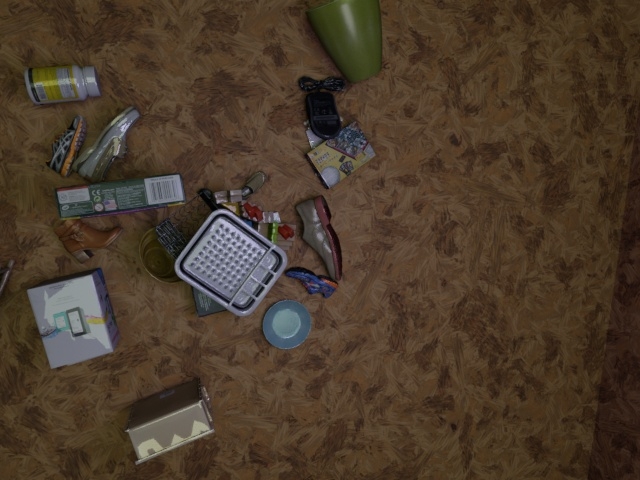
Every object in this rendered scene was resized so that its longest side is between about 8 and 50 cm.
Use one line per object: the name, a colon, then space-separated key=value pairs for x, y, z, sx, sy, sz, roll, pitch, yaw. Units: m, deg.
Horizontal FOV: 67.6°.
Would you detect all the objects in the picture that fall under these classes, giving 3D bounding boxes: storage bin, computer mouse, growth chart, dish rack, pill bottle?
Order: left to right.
pill bottle: x=-0.854 y=-0.522 z=1.594 sx=0.208 sy=0.119 sz=0.119 roll=-11 pitch=96 yaw=-15
storage bin: x=-0.527 y=0.616 z=1.686 sx=0.262 sy=0.260 sz=0.123 roll=-19 pitch=99 yaw=-13
dish rack: x=-0.449 y=-0.044 z=1.736 sx=0.271 sy=0.074 sz=0.208 roll=-43 pitch=102 yaw=-22
dish rack: x=-0.316 y=0.077 z=1.698 sx=0.333 sy=0.072 sz=0.285 roll=38 pitch=85 yaw=-22
computer mouse: x=0.014 y=-0.502 z=1.852 sx=0.188 sy=0.072 sz=0.272 roll=-1 pitch=73 yaw=-12
growth chart: x=0.029 y=-0.392 z=1.900 sx=0.172 sy=0.021 sz=0.237 roll=-17 pitch=98 yaw=-14

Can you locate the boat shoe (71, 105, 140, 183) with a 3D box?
boat shoe: x=-0.717 y=-0.328 z=1.656 sx=0.103 sy=0.113 sz=0.302 roll=42 pitch=93 yaw=-15

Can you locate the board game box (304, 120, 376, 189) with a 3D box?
board game box: x=0.081 y=-0.337 z=1.885 sx=0.243 sy=0.042 sz=0.165 roll=-36 pitch=102 yaw=-12

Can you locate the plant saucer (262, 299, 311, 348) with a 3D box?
plant saucer: x=-0.135 y=0.329 z=1.893 sx=0.195 sy=0.037 sz=0.195 roll=-1 pitch=93 yaw=-16

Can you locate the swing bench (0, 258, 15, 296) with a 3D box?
swing bench: x=-1.171 y=0.155 z=1.527 sx=0.253 sy=0.165 sz=0.255 roll=17 pitch=89 yaw=-16

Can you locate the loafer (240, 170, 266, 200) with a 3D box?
loafer: x=-0.260 y=-0.203 z=1.816 sx=0.056 sy=0.050 sz=0.148 roll=42 pitch=83 yaw=-14

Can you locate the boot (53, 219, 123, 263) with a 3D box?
boot: x=-0.806 y=-0.029 z=1.660 sx=0.197 sy=0.073 sz=0.152 roll=-37 pitch=106 yaw=-8

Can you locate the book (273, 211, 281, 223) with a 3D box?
book: x=-0.194 y=-0.030 z=1.858 sx=0.096 sy=0.035 sz=0.144 roll=-17 pitch=101 yaw=-12

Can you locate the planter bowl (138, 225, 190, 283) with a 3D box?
planter bowl: x=-0.561 y=0.065 z=1.709 sx=0.217 sy=0.090 sz=0.217 roll=23 pitch=54 yaw=-36

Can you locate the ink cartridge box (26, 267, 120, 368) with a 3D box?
ink cartridge box: x=-0.821 y=0.254 z=1.614 sx=0.197 sy=0.198 sz=0.270 roll=-14 pitch=98 yaw=-15

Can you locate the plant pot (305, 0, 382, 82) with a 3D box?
plant pot: x=0.122 y=-0.762 z=1.800 sx=0.274 sy=0.275 sz=0.294 roll=-29 pitch=117 yaw=-12

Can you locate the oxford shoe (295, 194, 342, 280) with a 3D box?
oxford shoe: x=0.000 y=0.000 z=1.888 sx=0.130 sy=0.123 sz=0.348 roll=-14 pitch=99 yaw=12

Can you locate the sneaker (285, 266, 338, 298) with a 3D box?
sneaker: x=-0.039 y=0.169 z=1.889 sx=0.221 sy=0.083 sz=0.087 roll=22 pitch=96 yaw=-12

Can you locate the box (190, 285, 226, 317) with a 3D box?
box: x=-0.396 y=0.185 z=1.781 sx=0.158 sy=0.093 sz=0.156 roll=-13 pitch=98 yaw=-14

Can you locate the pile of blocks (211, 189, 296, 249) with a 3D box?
pile of blocks: x=-0.234 y=-0.064 z=1.739 sx=0.362 sy=0.112 sz=0.149 roll=31 pitch=79 yaw=-26

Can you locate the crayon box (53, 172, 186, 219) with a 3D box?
crayon box: x=-0.636 y=-0.149 z=1.578 sx=0.362 sy=0.313 sz=0.106 roll=-9 pitch=99 yaw=-15

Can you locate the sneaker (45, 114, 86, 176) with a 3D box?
sneaker: x=-0.863 y=-0.329 z=1.625 sx=0.083 sy=0.084 sz=0.215 roll=21 pitch=89 yaw=-11
